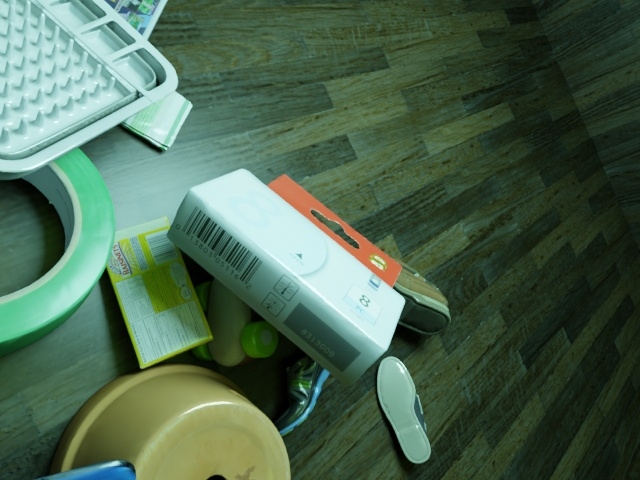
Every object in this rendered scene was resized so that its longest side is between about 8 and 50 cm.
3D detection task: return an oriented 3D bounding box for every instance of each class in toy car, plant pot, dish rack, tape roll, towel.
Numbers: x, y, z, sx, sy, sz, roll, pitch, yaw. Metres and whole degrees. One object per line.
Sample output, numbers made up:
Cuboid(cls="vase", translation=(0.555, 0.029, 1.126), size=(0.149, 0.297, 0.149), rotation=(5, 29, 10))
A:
Cuboid(cls="toy car", translation=(-0.087, 0.125, 0.754), size=(0.188, 0.155, 0.149), rotation=(12, 69, -46))
Cuboid(cls="plant pot", translation=(-0.174, 0.303, 0.594), size=(0.290, 0.203, 0.291), rotation=(11, 70, -32))
Cuboid(cls="dish rack", translation=(-0.387, -0.231, 0.603), size=(0.285, 0.072, 0.333), rotation=(43, 43, -8))
Cuboid(cls="tape roll", translation=(-0.423, -0.020, 0.551), size=(0.321, 0.077, 0.321), rotation=(18, 56, -29))
Cuboid(cls="towel", translation=(-0.303, -0.230, 0.774), size=(0.152, 0.023, 0.113), rotation=(30, 59, -23))

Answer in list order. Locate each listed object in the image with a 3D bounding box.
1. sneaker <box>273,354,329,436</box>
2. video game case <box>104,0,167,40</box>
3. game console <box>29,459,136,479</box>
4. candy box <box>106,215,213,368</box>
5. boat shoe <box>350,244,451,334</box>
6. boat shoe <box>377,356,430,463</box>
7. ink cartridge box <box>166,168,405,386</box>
Cuboid(cls="sneaker", translation=(-0.037, 0.249, 0.807), size=(0.078, 0.067, 0.188), rotation=(30, 60, -1))
Cuboid(cls="video game case", translation=(-0.362, -0.415, 0.771), size=(0.183, 0.023, 0.201), rotation=(24, 63, -22))
Cuboid(cls="game console", translation=(-0.339, 0.285, 0.425), size=(0.250, 0.293, 0.173), rotation=(26, 23, 18))
Cuboid(cls="candy box", translation=(-0.243, 0.071, 0.680), size=(0.105, 0.027, 0.206), rotation=(-20, 76, -19))
Cuboid(cls="boat shoe", translation=(0.129, 0.087, 0.952), size=(0.307, 0.111, 0.104), rotation=(33, 33, -18))
Cuboid(cls="boat shoe", translation=(0.166, 0.335, 0.936), size=(0.065, 0.075, 0.206), rotation=(29, 42, -77))
Cuboid(cls="ink cartridge box", translation=(0.000, 0.000, 0.730), size=(0.308, 0.091, 0.385), rotation=(38, 28, 3))
